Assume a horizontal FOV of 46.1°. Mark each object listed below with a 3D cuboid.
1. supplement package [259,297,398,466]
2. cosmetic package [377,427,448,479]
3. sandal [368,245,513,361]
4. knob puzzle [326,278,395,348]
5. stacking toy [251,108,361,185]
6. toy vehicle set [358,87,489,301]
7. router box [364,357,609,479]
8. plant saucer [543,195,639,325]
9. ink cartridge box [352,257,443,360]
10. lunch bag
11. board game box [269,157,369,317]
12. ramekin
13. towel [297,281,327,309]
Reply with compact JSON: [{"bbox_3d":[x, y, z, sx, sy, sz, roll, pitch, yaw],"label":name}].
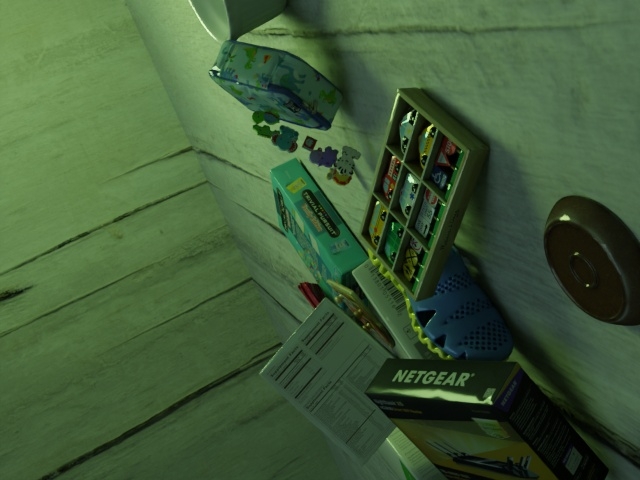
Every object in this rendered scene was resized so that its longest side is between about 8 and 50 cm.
[{"bbox_3d":[0.049,0.274,1.511,0.263,0.198,0.199,41,178,6],"label":"supplement package"},{"bbox_3d":[0.220,0.461,1.749,0.365,0.155,0.197,42,158,54],"label":"cosmetic package"},{"bbox_3d":[0.190,0.066,1.196,0.317,0.126,0.138,51,149,27],"label":"sandal"},{"bbox_3d":[0.094,0.173,1.642,0.213,0.030,0.213,45,171,9],"label":"knob puzzle"},{"bbox_3d":[-0.032,-0.172,1.415,0.221,0.052,0.167,25,176,-3],"label":"stacking toy"},{"bbox_3d":[0.139,-0.064,1.094,0.166,0.035,0.267,50,140,39],"label":"toy vehicle set"},{"bbox_3d":[0.247,0.294,1.174,0.243,0.081,0.309,48,153,-16],"label":"router box"},{"bbox_3d":[0.311,0.029,0.866,0.168,0.029,0.168,58,166,23],"label":"plant saucer"},{"bbox_3d":[0.214,0.213,1.530,0.308,0.091,0.385,55,-179,25],"label":"ink cartridge box"},{"bbox_3d":[-0.078,-0.276,1.360,0.219,0.090,0.176,22,176,35],"label":"lunch bag"},{"bbox_3d":[0.000,0.000,1.833,0.336,0.079,0.254,56,165,27],"label":"board game box"},{"bbox_3d":[-0.173,-0.512,1.380,0.277,0.135,0.277,56,165,24],"label":"ramekin"},{"bbox_3d":[0.036,0.185,1.940,0.199,0.031,0.275,53,-173,10],"label":"towel"}]
